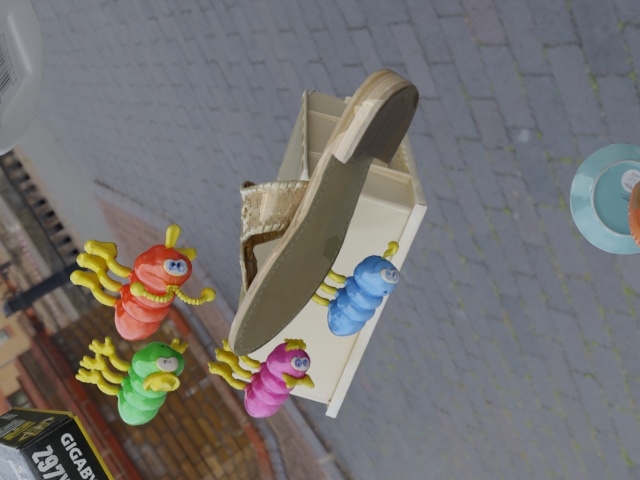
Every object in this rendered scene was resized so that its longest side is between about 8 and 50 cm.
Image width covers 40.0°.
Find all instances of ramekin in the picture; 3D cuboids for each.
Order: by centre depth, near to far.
[{"bbox_3d":[-0.501,-0.248,1.236,0.135,0.277,0.277,9,147,6],"label":"ramekin"}]

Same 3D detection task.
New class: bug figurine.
[{"bbox_3d":[-0.066,0.075,0.714,0.216,0.279,0.072,-59,43,36],"label":"bug figurine"}]

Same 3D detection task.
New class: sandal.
[{"bbox_3d":[-0.020,-0.032,0.659,0.079,0.240,0.088,40,-161,25],"label":"sandal"}]

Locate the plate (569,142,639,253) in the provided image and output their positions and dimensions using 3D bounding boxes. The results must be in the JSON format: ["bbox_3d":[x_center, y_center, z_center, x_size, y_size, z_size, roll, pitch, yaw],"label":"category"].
[{"bbox_3d":[0.512,-0.070,1.470,0.188,0.188,0.024,58,177,-2],"label":"plate"}]

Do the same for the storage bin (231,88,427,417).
[{"bbox_3d":[0.000,0.000,0.970,0.260,0.123,0.262,-90,18,-61],"label":"storage bin"}]

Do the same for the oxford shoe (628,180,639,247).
[{"bbox_3d":[0.408,0.010,0.852,0.130,0.133,0.364,28,-153,-15],"label":"oxford shoe"}]

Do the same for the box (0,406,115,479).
[{"bbox_3d":[-0.311,0.334,1.082,0.322,0.079,0.257,-17,105,59],"label":"box"}]
